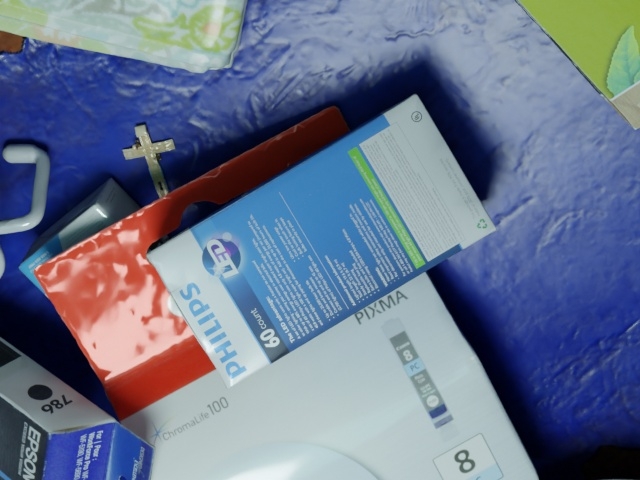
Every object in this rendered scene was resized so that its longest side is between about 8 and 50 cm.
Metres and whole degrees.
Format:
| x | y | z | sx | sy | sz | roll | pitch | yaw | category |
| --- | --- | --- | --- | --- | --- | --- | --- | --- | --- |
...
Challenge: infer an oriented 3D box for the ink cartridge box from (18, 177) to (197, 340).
| x | y | z | sx | sy | sz | roll | pitch | yaw | category |
| --- | --- | --- | --- | --- | --- | --- | --- | --- | --- |
| -0.170 | 0.046 | 1.545 | 0.104 | 0.060 | 0.180 | -37 | 106 | 22 | ink cartridge box |

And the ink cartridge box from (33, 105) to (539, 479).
| x | y | z | sx | sy | sz | roll | pitch | yaw | category |
| --- | --- | --- | --- | --- | --- | --- | --- | --- | --- |
| -0.025 | 0.123 | 1.494 | 0.308 | 0.091 | 0.385 | -28 | 110 | 0 | ink cartridge box |

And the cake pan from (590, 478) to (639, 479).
| x | y | z | sx | sy | sz | roll | pitch | yaw | category |
| --- | --- | --- | --- | --- | --- | --- | --- | --- | --- |
| 0.269 | 0.333 | 1.570 | 0.293 | 0.054 | 0.293 | 2 | 132 | 2 | cake pan |

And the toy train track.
| x | y | z | sx | sy | sz | roll | pitch | yaw | category |
| --- | --- | --- | --- | --- | --- | --- | --- | --- | --- |
| -0.148 | -0.063 | 1.518 | 0.048 | 0.014 | 0.083 | -12 | 113 | 14 | toy train track |

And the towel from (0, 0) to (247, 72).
| x | y | z | sx | sy | sz | roll | pitch | yaw | category |
| --- | --- | --- | --- | --- | --- | --- | --- | --- | --- |
| -0.196 | -0.330 | 1.363 | 0.320 | 0.090 | 0.375 | 11 | 117 | 1 | towel |

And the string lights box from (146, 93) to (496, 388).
| x | y | z | sx | sy | sz | roll | pitch | yaw | category |
| --- | --- | --- | --- | --- | --- | --- | --- | --- | --- |
| 0.000 | 0.000 | 1.428 | 0.259 | 0.077 | 0.133 | -30 | 93 | 0 | string lights box |

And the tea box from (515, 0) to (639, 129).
| x | y | z | sx | sy | sz | roll | pitch | yaw | category |
| --- | --- | --- | --- | --- | --- | --- | --- | --- | --- |
| 0.176 | -0.315 | 1.127 | 0.220 | 0.329 | 0.323 | -33 | 127 | 21 | tea box |

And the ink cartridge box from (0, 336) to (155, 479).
| x | y | z | sx | sy | sz | roll | pitch | yaw | category |
| --- | --- | --- | --- | --- | --- | --- | --- | --- | --- |
| -0.296 | 0.172 | 1.535 | 0.332 | 0.065 | 0.165 | 30 | 127 | 26 | ink cartridge box |

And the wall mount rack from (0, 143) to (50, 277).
| x | y | z | sx | sy | sz | roll | pitch | yaw | category |
| --- | --- | --- | --- | --- | --- | --- | --- | --- | --- |
| -0.406 | -0.085 | 1.445 | 0.304 | 0.130 | 0.350 | -7 | 145 | 8 | wall mount rack |
